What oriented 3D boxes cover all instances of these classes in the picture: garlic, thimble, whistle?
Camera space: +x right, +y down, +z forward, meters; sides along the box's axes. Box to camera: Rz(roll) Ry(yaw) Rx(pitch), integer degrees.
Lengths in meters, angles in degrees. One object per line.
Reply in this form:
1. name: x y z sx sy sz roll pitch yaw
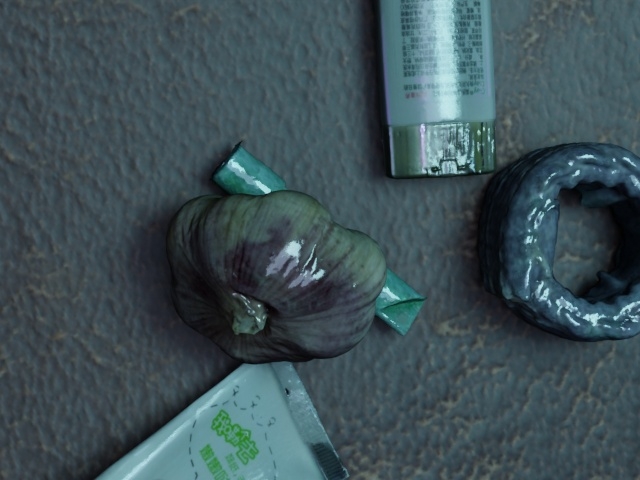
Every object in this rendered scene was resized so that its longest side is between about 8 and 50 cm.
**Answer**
1. garlic: -0.038 0.030 1.120 0.159 0.147 0.102 20 49 5
2. thimble: 0.193 0.001 1.174 0.150 0.098 0.150 -1 93 -9
3. whistle: 0.000 0.000 1.175 0.186 0.039 0.039 40 88 -9

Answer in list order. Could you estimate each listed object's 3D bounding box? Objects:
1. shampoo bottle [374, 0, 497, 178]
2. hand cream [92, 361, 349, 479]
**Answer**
1. shampoo bottle: 0.084 -0.160 1.167 0.086 0.056 0.227 -4 94 -7
2. hand cream: -0.131 0.210 1.130 0.336 0.076 0.121 -34 107 -24
